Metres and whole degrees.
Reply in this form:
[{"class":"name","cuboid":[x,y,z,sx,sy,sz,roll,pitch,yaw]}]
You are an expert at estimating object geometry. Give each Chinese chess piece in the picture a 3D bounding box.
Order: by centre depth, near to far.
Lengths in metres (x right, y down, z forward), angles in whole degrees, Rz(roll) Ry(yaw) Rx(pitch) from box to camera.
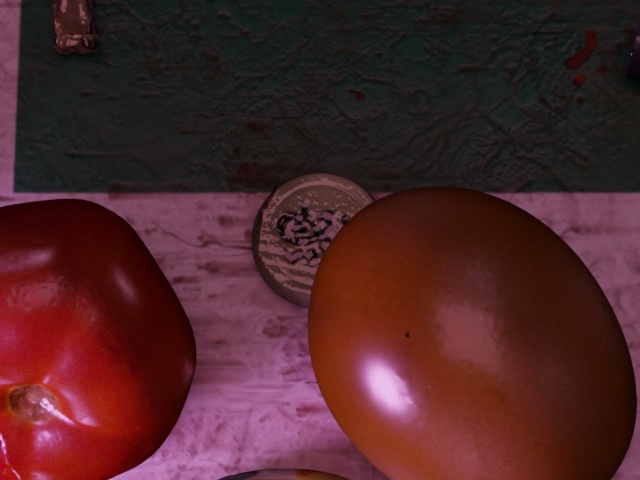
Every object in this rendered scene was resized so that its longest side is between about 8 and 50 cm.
[{"class":"Chinese chess piece","cuboid":[0.000,0.000,1.854,0.144,0.058,0.144,0,75,0]}]

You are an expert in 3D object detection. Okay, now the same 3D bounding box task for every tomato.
[{"class":"tomato","cuboid":[-0.261,0.088,1.740,0.298,0.299,0.226,8,35,1]}]

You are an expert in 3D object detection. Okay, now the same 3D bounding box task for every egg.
[{"class":"egg","cuboid":[0.145,0.111,1.711,0.351,0.282,0.282,45,79,5]}]

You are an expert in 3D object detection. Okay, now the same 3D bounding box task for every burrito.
[{"class":"burrito","cuboid":[-0.272,-0.280,1.934,0.051,0.042,0.171,-9,79,0]}]

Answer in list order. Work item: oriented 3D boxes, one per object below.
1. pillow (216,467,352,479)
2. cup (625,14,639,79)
[{"class":"pillow","cuboid":[-0.026,0.312,1.715,0.214,0.086,0.233,6,41,11]},{"class":"cup","cuboid":[0.368,-0.189,1.905,0.077,0.078,0.100,13,106,8]}]
